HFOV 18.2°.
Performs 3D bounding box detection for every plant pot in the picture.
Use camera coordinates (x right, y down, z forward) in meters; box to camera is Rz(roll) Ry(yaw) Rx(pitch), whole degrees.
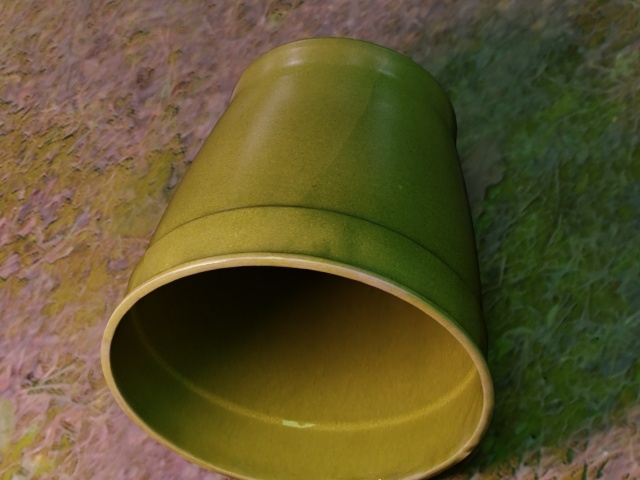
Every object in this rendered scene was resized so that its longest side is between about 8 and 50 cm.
[{"bbox_3d":[0.000,0.000,1.953,0.366,0.366,0.353,-1,50,13],"label":"plant pot"}]
